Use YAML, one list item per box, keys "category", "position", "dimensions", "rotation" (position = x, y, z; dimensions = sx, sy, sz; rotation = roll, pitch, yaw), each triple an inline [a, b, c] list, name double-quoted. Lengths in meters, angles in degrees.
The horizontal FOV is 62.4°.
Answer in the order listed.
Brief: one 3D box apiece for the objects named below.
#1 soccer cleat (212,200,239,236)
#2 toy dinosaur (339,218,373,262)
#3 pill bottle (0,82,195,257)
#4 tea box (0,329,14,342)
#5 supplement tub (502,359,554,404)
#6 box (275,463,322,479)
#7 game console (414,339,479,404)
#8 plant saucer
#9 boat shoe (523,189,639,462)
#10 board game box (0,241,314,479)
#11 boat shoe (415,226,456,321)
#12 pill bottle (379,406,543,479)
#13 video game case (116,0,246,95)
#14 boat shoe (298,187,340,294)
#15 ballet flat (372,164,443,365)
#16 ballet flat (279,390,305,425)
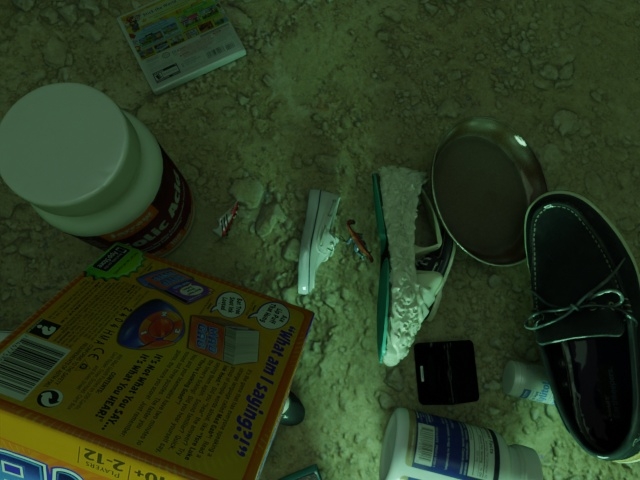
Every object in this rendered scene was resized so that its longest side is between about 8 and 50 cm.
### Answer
- category: "soccer cleat"
  position: [-0.198, -0.048, 1.111]
  dimensions: [0.036, 0.029, 0.083]
  rotation: [24, 83, -1]
- category: "toy dinosaur"
  position: [0.081, -0.004, 1.092]
  dimensions: [0.047, 0.090, 0.082]
  rotation: [-33, 113, -23]
- category: "pill bottle"
  position: [-0.368, -0.099, 0.931]
  dimensions: [0.224, 0.392, 0.224]
  rotation: [0, 79, -1]
- category: "tea box"
  position: [-0.654, 0.317, 0.927]
  dimensions: [0.324, 0.220, 0.329]
  rotation: [5, 78, -1]
- category: "supplement tub"
  position: [0.422, 0.280, 1.039]
  dimensions: [0.107, 0.071, 0.071]
  rotation: [11, 78, 1]
- category: "box"
  position: [-0.103, 0.515, 0.982]
  dimensions: [0.244, 0.060, 0.100]
  rotation: [-21, 80, -5]
- category: "game console"
  position: [0.254, 0.266, 1.068]
  dimensions: [0.107, 0.071, 0.122]
  rotation: [-10, 76, 27]
- category: "plant saucer"
  position: [0.341, -0.099, 1.080]
  dimensions: [0.311, 0.050, 0.310]
  rotation: [5, 78, -24]
- category: "boat shoe"
  position: [0.473, 0.142, 0.945]
  dimensions: [0.187, 0.156, 0.500]
  rotation: [-18, 73, 39]
- category: "board game box"
  position: [-0.254, 0.282, 0.804]
  dimensions: [0.356, 0.356, 0.356]
  rotation: [19, 119, 3]
- category: "boat shoe"
  position: [0.224, 0.060, 1.078]
  dimensions: [0.065, 0.075, 0.206]
  rotation: [17, 84, 1]
- category: "pill bottle"
  position: [0.251, 0.411, 0.966]
  dimensions: [0.265, 0.153, 0.153]
  rotation: [14, 78, 1]
- category: "video game case"
  position: [-0.314, -0.461, 1.194]
  dimensions: [0.227, 0.026, 0.206]
  rotation: [-27, 81, -6]
- category: "boat shoe"
  position: [0.000, 0.000, 1.078]
  dimensions: [0.076, 0.083, 0.226]
  rotation: [7, 78, 1]
- category: "ballet flat"
  position: [0.172, 0.032, 1.022]
  dimensions: [0.147, 0.147, 0.408]
  rotation: [1, 70, -1]
- category: "ballet flat"
  position: [-0.117, 0.291, 1.023]
  dimensions: [0.203, 0.074, 0.074]
  rotation: [38, 80, 6]
